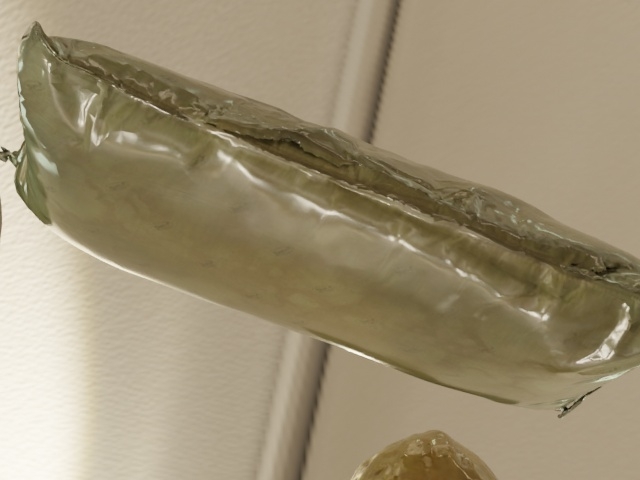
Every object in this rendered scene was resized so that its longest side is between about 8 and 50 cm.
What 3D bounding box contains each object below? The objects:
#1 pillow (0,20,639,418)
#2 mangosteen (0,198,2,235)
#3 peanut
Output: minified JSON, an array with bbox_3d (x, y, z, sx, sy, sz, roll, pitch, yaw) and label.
[{"bbox_3d":[0.000,0.000,0.693,0.302,0.185,0.074,22,-109,-5],"label":"pillow"},{"bbox_3d":[-0.307,-0.010,1.028,0.210,0.210,0.209,5,-100,-29],"label":"mangosteen"},{"bbox_3d":[0.087,0.227,1.284,0.141,0.109,0.159,1,-66,-12],"label":"peanut"}]
